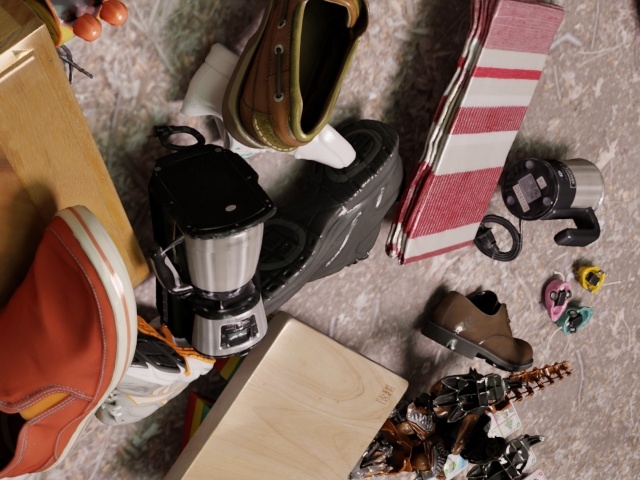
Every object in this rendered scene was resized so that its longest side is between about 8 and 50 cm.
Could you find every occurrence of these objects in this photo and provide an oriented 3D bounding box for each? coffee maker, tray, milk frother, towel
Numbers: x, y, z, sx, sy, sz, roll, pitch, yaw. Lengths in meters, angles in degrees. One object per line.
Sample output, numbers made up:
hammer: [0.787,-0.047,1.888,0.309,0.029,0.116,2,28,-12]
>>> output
coffee maker: [-0.111,0.002,1.174,0.120,0.171,0.178,-2,133,-7]
tray: [-0.274,-0.016,0.973,0.203,0.076,0.411,-40,157,-15]
milk frother: [0.288,-0.042,1.555,0.135,0.143,0.129,-2,82,-50]
towel: [0.187,-0.134,1.401,0.237,0.037,0.329,-11,125,-60]

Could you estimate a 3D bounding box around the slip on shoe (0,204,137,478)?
slip on shoe: [-0.242,0.103,0.997,0.101,0.123,0.331,-19,151,-42]

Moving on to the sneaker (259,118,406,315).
sneaker: [0.000,0.000,1.316,0.286,0.109,0.130,-44,142,-9]

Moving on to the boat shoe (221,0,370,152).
boat shoe: [0.006,-0.229,1.125,0.111,0.104,0.307,19,83,-38]

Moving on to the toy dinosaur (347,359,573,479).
toy dinosaur: [0.178,0.226,1.533,0.322,0.218,0.164,-44,100,-10]

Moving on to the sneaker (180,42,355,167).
sneaker: [-0.057,-0.117,1.219,0.212,0.080,0.094,31,97,-37]

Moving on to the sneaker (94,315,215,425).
sneaker: [-0.196,0.142,1.180,0.121,0.099,0.262,-48,164,4]

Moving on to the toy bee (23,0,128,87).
toy bee: [-0.220,-0.229,0.937,0.195,0.162,0.298,-55,139,-11]

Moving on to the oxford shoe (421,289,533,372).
oxford shoe: [0.239,0.124,1.613,0.227,0.083,0.096,25,90,-49]

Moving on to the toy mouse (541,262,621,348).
toy mouse: [0.366,0.094,1.739,0.161,0.031,0.143,25,97,-46]

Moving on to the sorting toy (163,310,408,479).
sorting toy: [-0.057,0.219,1.405,0.257,0.089,0.255,33,91,-47]

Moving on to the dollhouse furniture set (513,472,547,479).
dollhouse furniture set: [0.350,0.389,1.868,0.114,0.081,0.091,13,106,-45]

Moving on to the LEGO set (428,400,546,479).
LEGO set: [0.218,0.375,1.765,0.244,0.060,0.182,-32,107,-21]
